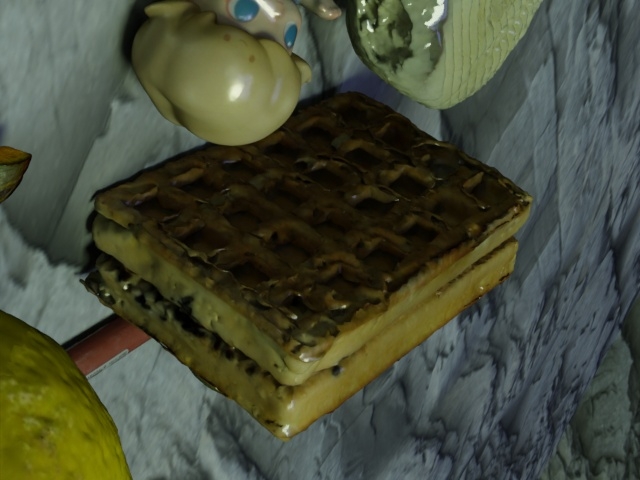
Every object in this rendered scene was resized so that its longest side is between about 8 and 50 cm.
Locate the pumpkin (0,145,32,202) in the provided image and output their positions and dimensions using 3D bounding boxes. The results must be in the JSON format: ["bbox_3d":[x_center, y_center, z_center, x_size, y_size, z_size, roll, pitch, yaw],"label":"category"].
[{"bbox_3d":[-0.223,-0.025,0.771,0.073,0.035,0.101,-54,163,27],"label":"pumpkin"}]

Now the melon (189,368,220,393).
[{"bbox_3d":[-0.041,0.063,1.104,0.192,0.139,0.139,-22,141,-57],"label":"melon"}]

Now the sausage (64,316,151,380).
[{"bbox_3d":[-0.188,0.096,1.001,0.223,0.029,0.029,-33,148,-42],"label":"sausage"}]

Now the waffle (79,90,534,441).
[{"bbox_3d":[0.000,-0.001,1.001,0.308,0.213,0.091,-29,144,-45],"label":"waffle"}]

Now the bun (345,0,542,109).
[{"bbox_3d":[0.088,-0.214,0.988,0.220,0.134,0.220,-46,152,-34],"label":"bun"}]

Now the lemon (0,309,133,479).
[{"bbox_3d":[-0.224,0.159,0.732,0.253,0.253,0.310,-35,149,-40],"label":"lemon"}]

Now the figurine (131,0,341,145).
[{"bbox_3d":[-0.039,-0.156,0.865,0.196,0.108,0.114,-59,161,-5],"label":"figurine"}]
